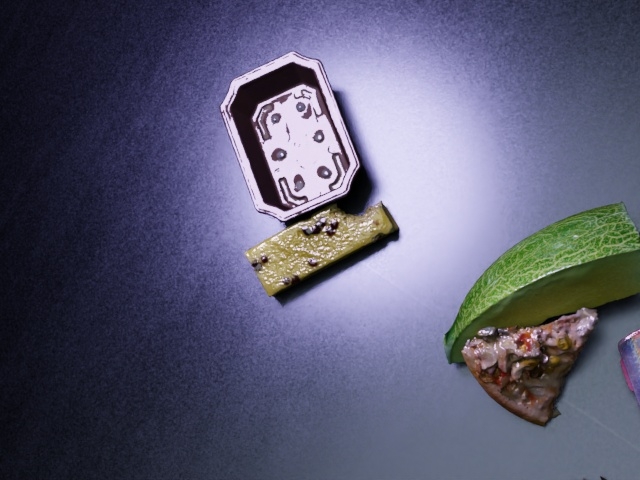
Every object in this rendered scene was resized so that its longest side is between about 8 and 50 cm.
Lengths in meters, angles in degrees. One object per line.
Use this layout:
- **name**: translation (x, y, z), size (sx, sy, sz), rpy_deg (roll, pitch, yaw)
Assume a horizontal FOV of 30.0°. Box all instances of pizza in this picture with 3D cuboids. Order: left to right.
- **pizza**: translation (0.308, 0.162, 1.641), size (0.185, 0.052, 0.195), rpy_deg (41, 111, -17)

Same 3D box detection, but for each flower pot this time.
- **flower pot**: translation (-0.038, -0.153, 1.848), size (0.178, 0.084, 0.251), rpy_deg (-23, 74, 10)

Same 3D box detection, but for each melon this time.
- **melon**: translation (0.300, 0.064, 1.673), size (0.323, 0.196, 0.124), rpy_deg (-27, 100, 13)

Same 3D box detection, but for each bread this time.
- **bread**: translation (0.000, 0.000, 1.816), size (0.226, 0.049, 0.088), rpy_deg (-30, 87, 8)

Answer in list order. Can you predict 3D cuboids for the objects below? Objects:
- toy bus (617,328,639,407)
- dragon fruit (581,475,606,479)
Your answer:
- **toy bus**: translation (0.469, 0.212, 1.635), size (0.077, 0.065, 0.192), rpy_deg (-23, 73, 18)
- **dragon fruit**: translation (0.426, 0.409, 1.591), size (0.125, 0.125, 0.246), rpy_deg (-49, 53, 16)
